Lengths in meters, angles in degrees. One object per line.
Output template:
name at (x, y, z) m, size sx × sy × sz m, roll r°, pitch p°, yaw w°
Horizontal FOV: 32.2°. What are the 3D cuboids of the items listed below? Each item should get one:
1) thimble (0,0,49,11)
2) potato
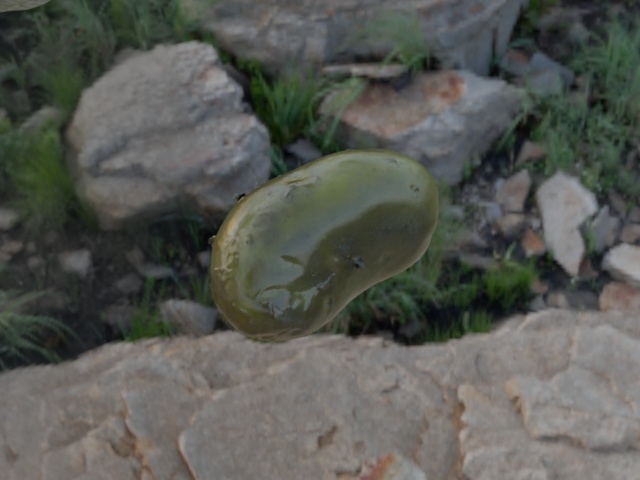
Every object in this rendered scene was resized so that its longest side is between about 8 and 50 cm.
thimble at (-0.403, -0.391, 1.379) m, size 0.219 × 0.150 × 0.219 m, roll 4°, pitch 73°, yaw -12°
potato at (0.000, 0.000, 0.607) m, size 0.138 × 0.092 × 0.070 m, roll -30°, pitch 43°, yaw -20°
